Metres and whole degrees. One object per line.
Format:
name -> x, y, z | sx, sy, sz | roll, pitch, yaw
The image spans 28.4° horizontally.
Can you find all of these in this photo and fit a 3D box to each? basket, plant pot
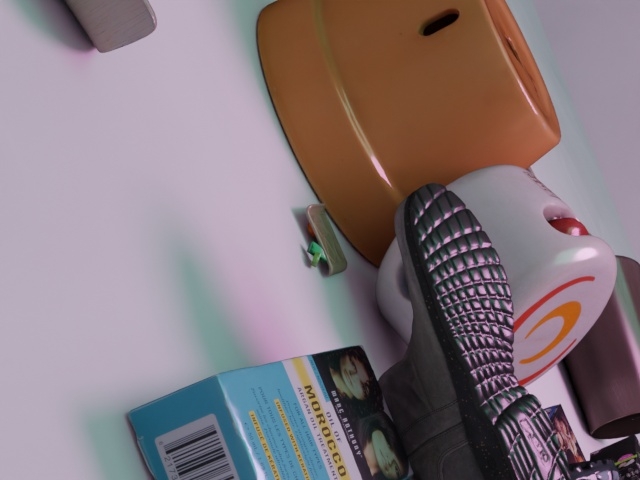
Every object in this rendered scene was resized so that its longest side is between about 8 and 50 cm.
basket -> 0.423, 0.161, 1.837 | 0.204, 0.154, 0.227 | 37, 37, -59
plant pot -> 0.099, -0.143, 1.225 | 0.291, 0.203, 0.291 | 53, 21, -30

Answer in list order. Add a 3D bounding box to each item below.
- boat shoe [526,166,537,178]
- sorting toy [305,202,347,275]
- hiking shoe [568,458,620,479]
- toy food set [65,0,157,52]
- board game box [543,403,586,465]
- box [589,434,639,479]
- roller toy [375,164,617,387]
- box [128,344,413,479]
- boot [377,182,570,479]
boat shoe -> 0.192, -0.071, 1.509 | 0.130, 0.132, 0.355 | 22, 54, -79
sorting toy -> 0.000, 0.000, 1.066 | 0.083, 0.012, 0.062 | -12, 82, -75
hiking shoe -> 0.212, 0.283, 1.171 | 0.304, 0.113, 0.132 | -2, 77, -61
toy food set -> -0.151, -0.280, 0.880 | 0.219, 0.092, 0.306 | 58, 20, -21
board game box -> 0.293, 0.317, 1.426 | 0.243, 0.042, 0.165 | 65, 17, 1
box -> 0.350, 0.273, 1.472 | 0.052, 0.062, 0.083 | 61, 18, -7
roller toy -> 0.154, 0.034, 1.132 | 0.146, 0.209, 0.191 | 49, -26, 30
box -> -0.019, 0.126, 0.769 | 0.100, 0.060, 0.244 | 68, 18, 8
boot -> 0.062, 0.097, 0.893 | 0.083, 0.161, 0.246 | -14, 84, -49
